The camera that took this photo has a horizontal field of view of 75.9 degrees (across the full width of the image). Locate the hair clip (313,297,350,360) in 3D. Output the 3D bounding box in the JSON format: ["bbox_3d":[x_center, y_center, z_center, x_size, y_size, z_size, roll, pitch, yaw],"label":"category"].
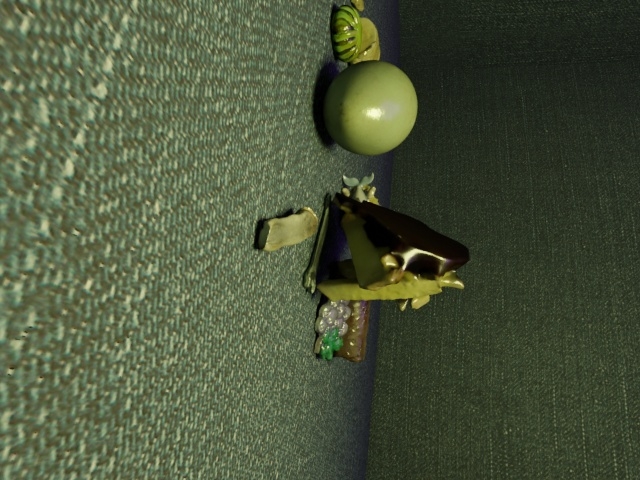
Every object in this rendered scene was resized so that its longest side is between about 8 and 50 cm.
[{"bbox_3d":[0.023,0.214,1.065,0.124,0.052,0.196,12,85,-43],"label":"hair clip"}]

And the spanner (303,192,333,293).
[{"bbox_3d":[0.000,0.000,0.999,0.071,0.017,0.302,78,20,-47],"label":"spanner"}]

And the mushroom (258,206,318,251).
[{"bbox_3d":[-0.058,-0.018,0.707,0.202,0.054,0.059,-31,118,-67],"label":"mushroom"}]

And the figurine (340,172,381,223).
[{"bbox_3d":[0.131,-0.112,1.289,0.184,0.128,0.209,-64,149,-63],"label":"figurine"}]

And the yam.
[{"bbox_3d":[0.082,0.196,1.168,0.131,0.130,0.280,-2,98,-76],"label":"yam"}]

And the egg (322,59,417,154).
[{"bbox_3d":[0.110,-0.310,0.970,0.295,0.218,0.219,-32,125,-57],"label":"egg"}]

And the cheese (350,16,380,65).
[{"bbox_3d":[0.131,-0.573,1.235,0.167,0.093,0.123,14,78,-76],"label":"cheese"}]

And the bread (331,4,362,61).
[{"bbox_3d":[0.071,-0.533,1.056,0.139,0.071,0.130,60,40,-65],"label":"bread"}]

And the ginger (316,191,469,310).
[{"bbox_3d":[0.170,0.049,1.047,0.413,0.358,0.211,4,118,-48],"label":"ginger"}]

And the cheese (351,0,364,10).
[{"bbox_3d":[0.113,-0.736,1.257,0.083,0.030,0.044,-30,128,-67],"label":"cheese"}]
